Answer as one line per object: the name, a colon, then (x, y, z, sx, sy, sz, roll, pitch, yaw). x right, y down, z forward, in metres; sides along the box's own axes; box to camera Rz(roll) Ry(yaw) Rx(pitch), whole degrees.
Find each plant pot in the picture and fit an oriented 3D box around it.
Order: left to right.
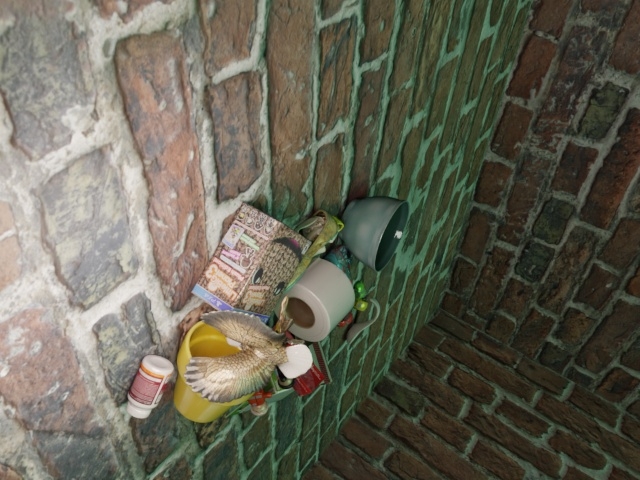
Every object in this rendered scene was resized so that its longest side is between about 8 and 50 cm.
plant pot: (-0.311, 0.395, 1.565, 0.254, 0.254, 0.239, -20, 149, -55)
plant pot: (0.190, -0.049, 2.075, 0.293, 0.196, 0.293, -51, 154, -36)

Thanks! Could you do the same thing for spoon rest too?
spoon rest: (0.221, 0.425, 2.754, 0.276, 0.084, 0.137, -60, 167, 14)

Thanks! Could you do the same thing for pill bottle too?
pill bottle: (-0.458, 0.390, 1.436, 0.152, 0.086, 0.086, -64, 155, 7)

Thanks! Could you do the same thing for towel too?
towel: (-0.050, 0.474, 2.198, 0.037, 0.237, 0.329, -23, 161, 15)

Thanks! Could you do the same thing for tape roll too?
tape roll: (-0.026, 0.206, 1.877, 0.169, 0.246, 0.246, -41, 149, -43)

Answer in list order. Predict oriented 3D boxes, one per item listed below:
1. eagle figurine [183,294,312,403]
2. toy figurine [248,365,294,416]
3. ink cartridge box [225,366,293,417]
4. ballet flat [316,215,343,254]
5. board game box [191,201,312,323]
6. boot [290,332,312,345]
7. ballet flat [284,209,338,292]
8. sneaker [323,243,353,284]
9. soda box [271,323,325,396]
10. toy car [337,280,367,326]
eagle figurine: (-0.188, 0.285, 1.419, 0.225, 0.226, 0.298, -25, 169, 27)
toy figurine: (-0.216, 0.463, 1.831, 0.213, 0.210, 0.148, -43, 138, -36)
ink cartridge box: (-0.217, 0.547, 1.984, 0.255, 0.097, 0.189, -7, 153, -37)
ballet flat: (0.000, 0.000, 1.914, 0.231, 0.077, 0.077, -47, 151, -28)
board game box: (-0.188, 0.072, 1.550, 0.291, 0.141, 0.232, -61, 155, -1)
boot: (-0.053, 0.300, 2.043, 0.207, 0.090, 0.248, -42, 137, -59)
ballet flat: (-0.072, 0.025, 1.784, 0.348, 0.123, 0.123, -47, 152, -26)
sneaker: (0.099, 0.100, 2.183, 0.125, 0.104, 0.262, -57, 156, -14)
soda box: (-0.108, 0.426, 1.934, 0.083, 0.263, 0.092, -38, 179, -41)
toy car: (0.175, 0.295, 2.595, 0.239, 0.053, 0.224, -34, 144, -45)
